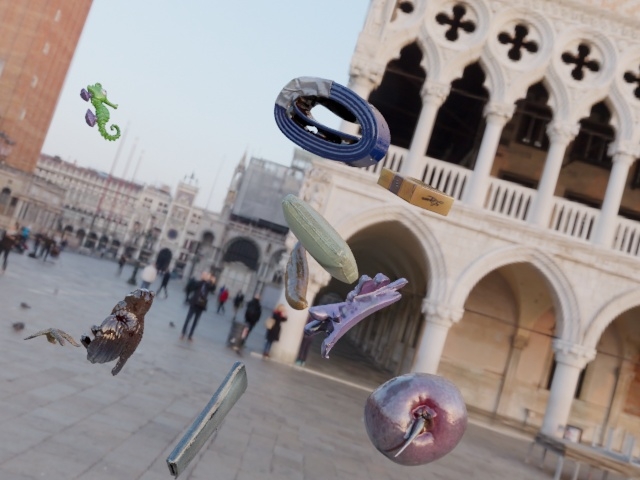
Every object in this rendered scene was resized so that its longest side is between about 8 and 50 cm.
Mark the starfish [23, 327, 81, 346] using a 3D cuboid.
[{"bbox_3d":[-0.669,0.237,1.550,0.133,0.041,0.130,-3,-16,42],"label":"starfish"}]

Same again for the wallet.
[{"bbox_3d":[-0.348,0.565,1.964,0.046,0.379,0.191,27,-34,13],"label":"wallet"}]

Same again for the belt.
[{"bbox_3d":[0.033,-0.339,1.786,0.347,0.212,0.117,30,11,24],"label":"belt"}]

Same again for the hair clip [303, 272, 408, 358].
[{"bbox_3d":[0.073,0.138,1.318,0.090,0.137,0.278,37,46,24],"label":"hair clip"}]

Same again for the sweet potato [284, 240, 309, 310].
[{"bbox_3d":[-0.083,0.140,2.274,0.092,0.342,0.114,17,-50,-16],"label":"sweet potato"}]

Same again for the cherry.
[{"bbox_3d":[0.195,0.368,1.302,0.213,0.184,0.266,-6,2,-8],"label":"cherry"}]

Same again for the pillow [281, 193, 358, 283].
[{"bbox_3d":[0.000,0.000,2.122,0.322,0.120,0.255,47,-4,20],"label":"pillow"}]

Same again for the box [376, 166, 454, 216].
[{"bbox_3d":[0.300,-0.159,1.999,0.152,0.070,0.237,17,11,-25],"label":"box"}]

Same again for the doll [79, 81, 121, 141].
[{"bbox_3d":[-0.661,-0.390,1.891,0.115,0.190,0.050,-9,-7,-43],"label":"doll"}]

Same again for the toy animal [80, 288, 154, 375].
[{"bbox_3d":[-0.411,0.189,1.339,0.116,0.179,0.218,49,9,0],"label":"toy animal"}]
